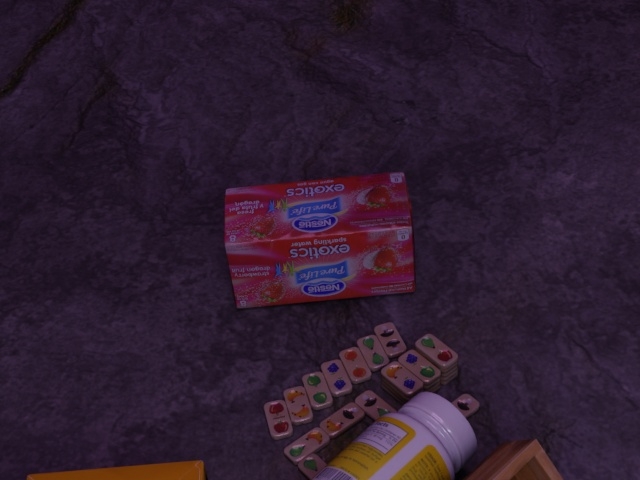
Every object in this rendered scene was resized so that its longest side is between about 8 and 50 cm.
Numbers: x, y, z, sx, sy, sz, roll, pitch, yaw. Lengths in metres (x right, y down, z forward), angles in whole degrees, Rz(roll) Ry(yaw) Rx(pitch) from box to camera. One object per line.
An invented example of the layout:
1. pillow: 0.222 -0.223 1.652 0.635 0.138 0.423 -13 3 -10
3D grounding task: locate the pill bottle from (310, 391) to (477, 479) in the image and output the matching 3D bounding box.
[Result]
1. pill bottle: 0.078 0.274 1.461 0.119 0.119 0.208 31 54 34

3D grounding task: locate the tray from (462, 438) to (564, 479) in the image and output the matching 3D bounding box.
1. tray: 0.120 0.403 1.264 0.411 0.202 0.076 -37 5 -29

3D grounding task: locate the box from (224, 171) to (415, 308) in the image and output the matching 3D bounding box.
1. box: 0.000 0.000 1.762 0.257 0.128 0.122 -5 42 1

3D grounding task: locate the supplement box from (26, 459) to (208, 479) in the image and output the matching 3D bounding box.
1. supplement box: -0.205 0.351 1.357 0.191 0.194 0.129 -5 42 2

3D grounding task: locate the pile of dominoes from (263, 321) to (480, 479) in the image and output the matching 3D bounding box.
1. pile of dominoes: 0.058 0.201 1.601 0.251 0.040 0.196 -32 48 -25
